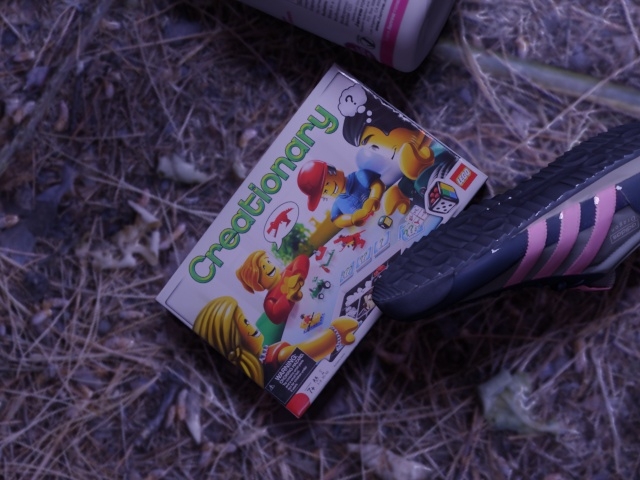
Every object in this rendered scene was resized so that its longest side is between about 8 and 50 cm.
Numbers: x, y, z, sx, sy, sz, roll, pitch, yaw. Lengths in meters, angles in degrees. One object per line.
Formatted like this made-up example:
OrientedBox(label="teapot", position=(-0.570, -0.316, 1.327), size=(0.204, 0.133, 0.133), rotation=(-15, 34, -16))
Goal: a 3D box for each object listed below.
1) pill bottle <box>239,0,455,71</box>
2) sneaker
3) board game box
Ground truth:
OrientedBox(label="pill bottle", position=(-0.007, -0.288, 0.838), size=(0.283, 0.160, 0.160), rotation=(26, 93, 9))
OrientedBox(label="sneaker", position=(0.207, 0.015, 0.803), size=(0.319, 0.112, 0.131), rotation=(-28, 108, 0))
OrientedBox(label="board game box", position=(0.000, 0.000, 0.882), size=(0.193, 0.053, 0.305), rotation=(38, 94, 8))
